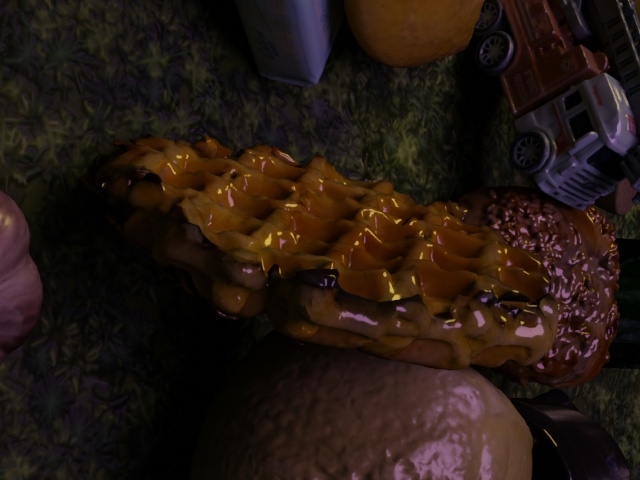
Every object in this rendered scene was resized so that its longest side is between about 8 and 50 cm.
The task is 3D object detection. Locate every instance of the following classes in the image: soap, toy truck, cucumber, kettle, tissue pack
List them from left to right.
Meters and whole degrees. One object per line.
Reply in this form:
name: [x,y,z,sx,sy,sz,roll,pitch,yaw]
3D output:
tissue pack: [-0.029,-0.288,1.148,0.263,0.089,0.177,75,31,-65]
soap: [0.134,-0.334,1.290,0.427,0.115,0.306,-23,132,-63]
kettle: [0.264,0.336,1.444,0.324,0.228,0.321,9,68,-57]
toy truck: [0.307,-0.189,1.456,0.133,0.184,0.338,19,49,-46]
cucumber: [0.426,0.085,1.696,0.191,0.130,0.191,1,90,-80]

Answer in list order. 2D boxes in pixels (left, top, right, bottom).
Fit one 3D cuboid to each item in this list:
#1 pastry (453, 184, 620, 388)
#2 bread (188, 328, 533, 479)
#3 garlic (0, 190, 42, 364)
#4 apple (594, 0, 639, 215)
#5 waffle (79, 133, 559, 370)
pastry: [0.270,0.054,1.501,0.310,0.161,0.255,6,75,-51]
bread: [0.036,0.210,1.128,0.320,0.320,0.237,34,73,-44]
garlic: [-0.318,0.033,0.842,0.245,0.160,0.245,-35,136,-42]
apple: [0.430,-0.196,1.631,0.233,0.295,0.258,56,16,17]
waffle: [0.000,0.000,1.049,0.382,0.379,0.095,9,110,-35]
